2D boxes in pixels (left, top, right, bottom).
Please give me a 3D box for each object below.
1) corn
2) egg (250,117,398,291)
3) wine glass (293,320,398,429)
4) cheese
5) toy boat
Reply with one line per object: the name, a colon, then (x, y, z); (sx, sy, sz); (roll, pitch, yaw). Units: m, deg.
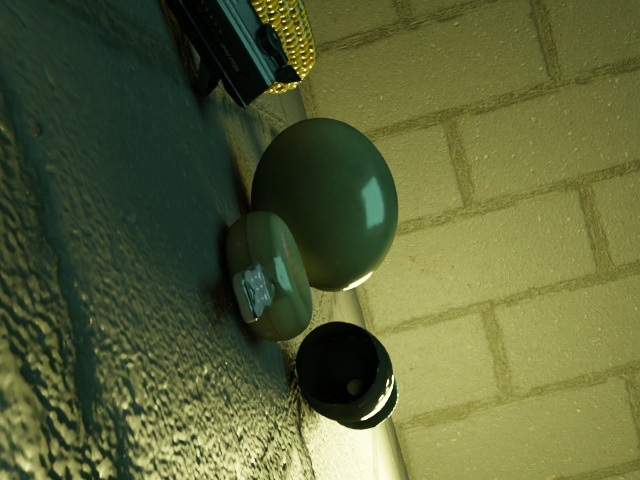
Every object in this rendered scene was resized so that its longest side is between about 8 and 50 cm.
corn: (-0.097, -0.348, 0.935); (0.387, 0.144, 0.143); (68, 8, -65)
egg: (0.005, -0.047, 0.848); (0.186, 0.187, 0.253); (68, 5, -52)
wine glass: (0.039, 0.186, 0.889); (0.241, 0.127, 0.126); (61, 15, -66)
cheese: (-0.054, 0.039, 0.641); (0.227, 0.065, 0.137); (-55, 126, -85)
toy boat: (-0.125, -0.254, 0.705); (0.246, 0.103, 0.093); (58, 25, -24)
